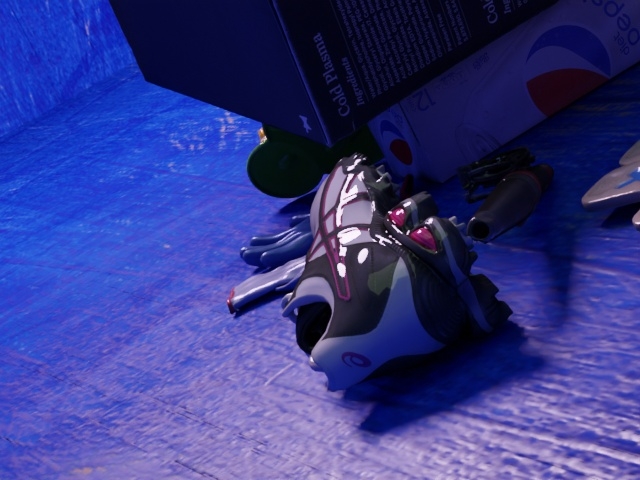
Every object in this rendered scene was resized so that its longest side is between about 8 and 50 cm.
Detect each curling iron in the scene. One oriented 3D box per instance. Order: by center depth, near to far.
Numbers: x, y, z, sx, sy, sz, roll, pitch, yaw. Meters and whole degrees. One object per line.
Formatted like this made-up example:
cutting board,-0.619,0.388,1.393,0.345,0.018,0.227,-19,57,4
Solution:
curling iron,0.120,-0.025,1.223,0.068,0.035,0.274,-15,9,11

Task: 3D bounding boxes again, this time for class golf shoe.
golf shoe,0.020,0.019,1.175,0.120,0.105,0.273,-34,14,-5

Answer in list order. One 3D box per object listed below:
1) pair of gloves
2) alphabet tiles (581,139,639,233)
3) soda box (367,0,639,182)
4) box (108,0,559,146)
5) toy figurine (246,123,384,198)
pair of gloves,0.000,0.000,1.450,0.159,0.023,0.198,-24,13,14
alphabet tiles,0.310,-0.079,1.147,0.278,0.021,0.284,-15,18,43
soda box,0.176,-0.157,1.543,0.286,0.091,0.098,-31,15,-17
box,0.014,-0.257,1.541,0.312,0.179,0.343,-34,28,-20
toy figurine,-0.002,-0.146,1.693,0.173,0.130,0.159,-46,28,32
